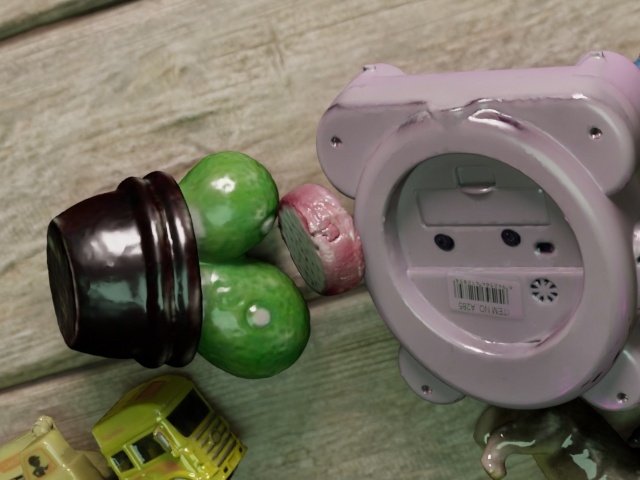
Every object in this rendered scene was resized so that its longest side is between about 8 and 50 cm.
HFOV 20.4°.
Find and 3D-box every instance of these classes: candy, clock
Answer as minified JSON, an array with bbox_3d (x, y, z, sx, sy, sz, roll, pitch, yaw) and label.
[{"bbox_3d":[0.000,0.000,1.569,0.043,0.103,0.103,-26,112,-16],"label":"candy"},{"bbox_3d":[0.161,-0.001,1.559,0.295,0.113,0.322,-1,120,28],"label":"clock"}]

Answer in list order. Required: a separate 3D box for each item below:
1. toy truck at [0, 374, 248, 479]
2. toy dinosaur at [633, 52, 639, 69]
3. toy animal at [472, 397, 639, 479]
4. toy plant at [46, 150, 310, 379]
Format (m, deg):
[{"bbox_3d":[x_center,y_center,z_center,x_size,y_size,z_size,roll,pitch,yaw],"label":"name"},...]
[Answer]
[{"bbox_3d":[-0.219,0.232,1.740,0.272,0.124,0.157,-31,98,21],"label":"toy truck"},{"bbox_3d":[0.340,-0.131,1.544,0.188,0.075,0.248,-40,98,17],"label":"toy dinosaur"},{"bbox_3d":[0.257,0.214,1.686,0.233,0.121,0.169,38,96,-1],"label":"toy animal"},{"bbox_3d":[-0.123,0.032,1.621,0.235,0.175,0.218,-8,109,-18],"label":"toy plant"}]
